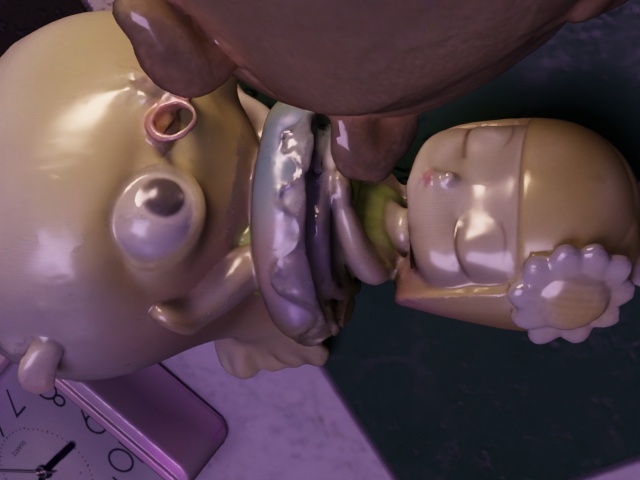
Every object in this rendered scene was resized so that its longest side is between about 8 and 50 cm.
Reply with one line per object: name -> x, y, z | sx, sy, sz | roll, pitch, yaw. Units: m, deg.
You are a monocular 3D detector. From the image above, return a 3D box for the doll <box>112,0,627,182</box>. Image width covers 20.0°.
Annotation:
doll -> 0.067, -0.185, 0.646 | 0.247, 0.247, 0.349 | 42, 111, -3

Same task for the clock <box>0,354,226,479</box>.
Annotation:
clock -> -0.175, 0.143, 1.177 | 0.150, 0.063, 0.197 | 41, 124, -3

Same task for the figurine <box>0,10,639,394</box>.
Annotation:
figurine -> 0.000, 0.000, 0.989 | 0.394, 0.227, 0.274 | 0, 148, 10
